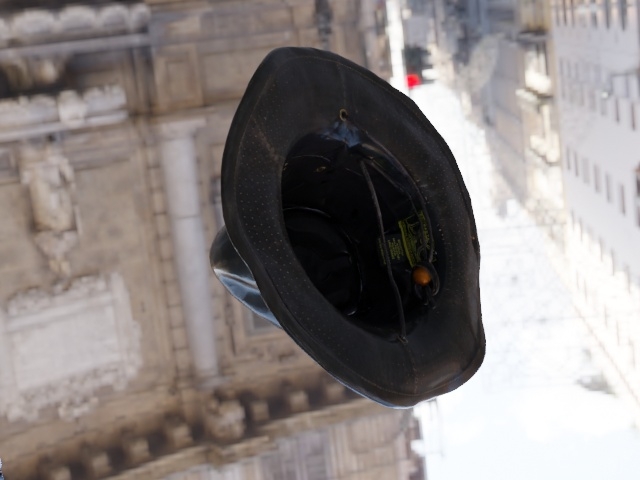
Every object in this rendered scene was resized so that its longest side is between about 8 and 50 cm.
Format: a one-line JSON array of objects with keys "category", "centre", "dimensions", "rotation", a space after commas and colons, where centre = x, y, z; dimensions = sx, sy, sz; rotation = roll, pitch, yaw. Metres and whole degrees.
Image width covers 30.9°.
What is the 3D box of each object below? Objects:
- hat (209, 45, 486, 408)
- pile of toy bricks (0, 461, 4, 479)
[{"category": "hat", "centre": [0.000, 0.000, 0.948], "dimensions": [0.134, 0.331, 0.331], "rotation": [-20, -179, 35]}, {"category": "pile of toy bricks", "centre": [-0.335, 0.189, 0.967], "dimensions": [0.118, 0.212, 0.105], "rotation": [-28, -125, -28]}]
